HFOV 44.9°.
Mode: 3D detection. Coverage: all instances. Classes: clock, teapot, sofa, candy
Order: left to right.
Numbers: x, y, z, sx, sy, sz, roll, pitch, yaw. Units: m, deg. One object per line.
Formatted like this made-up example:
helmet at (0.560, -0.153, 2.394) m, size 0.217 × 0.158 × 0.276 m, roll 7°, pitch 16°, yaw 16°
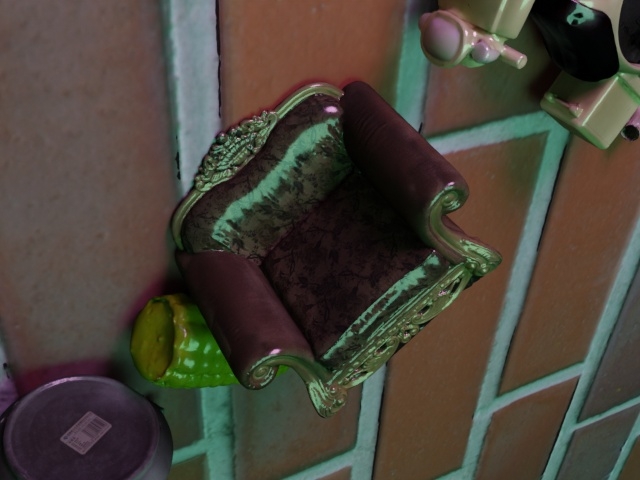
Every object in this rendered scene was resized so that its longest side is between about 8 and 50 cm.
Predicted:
teapot at (-0.239, 0.253, 0.802) m, size 0.203 × 0.171 × 0.225 m, roll -39°, pitch 155°, yaw -46°
candy at (-0.095, 0.108, 0.810) m, size 0.209 × 0.097 × 0.097 m, roll 12°, pitch 119°, yaw -46°
sofa at (0.000, 0.000, 0.702) m, size 0.258 × 0.200 × 0.182 m, roll -43°, pitch 139°, yaw 7°
clock at (0.233, -0.247, 0.708) m, size 0.379 × 0.120 × 0.276 m, roll 19°, pitch 109°, yaw -42°

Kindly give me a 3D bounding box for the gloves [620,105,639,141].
gloves at (0.393, -0.149, 0.946) m, size 0.081 × 0.037 × 0.044 m, roll -33°, pitch 175°, yaw -27°
